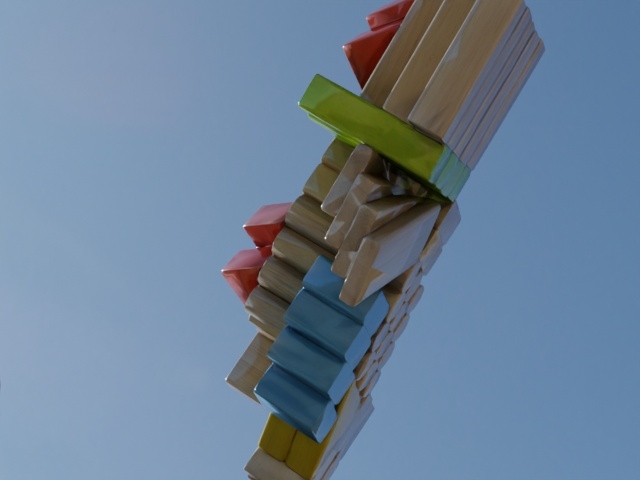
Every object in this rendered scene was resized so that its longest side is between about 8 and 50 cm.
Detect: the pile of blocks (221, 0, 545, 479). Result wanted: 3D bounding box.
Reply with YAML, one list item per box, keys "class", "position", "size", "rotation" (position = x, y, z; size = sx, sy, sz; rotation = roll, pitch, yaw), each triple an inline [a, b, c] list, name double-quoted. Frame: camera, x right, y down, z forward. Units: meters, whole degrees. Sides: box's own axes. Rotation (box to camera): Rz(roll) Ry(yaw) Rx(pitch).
- class: "pile of blocks"
  position: [0.000, 0.000, 0.800]
  size: [0.112, 0.149, 0.362]
  rotation: [30, -65, 17]
